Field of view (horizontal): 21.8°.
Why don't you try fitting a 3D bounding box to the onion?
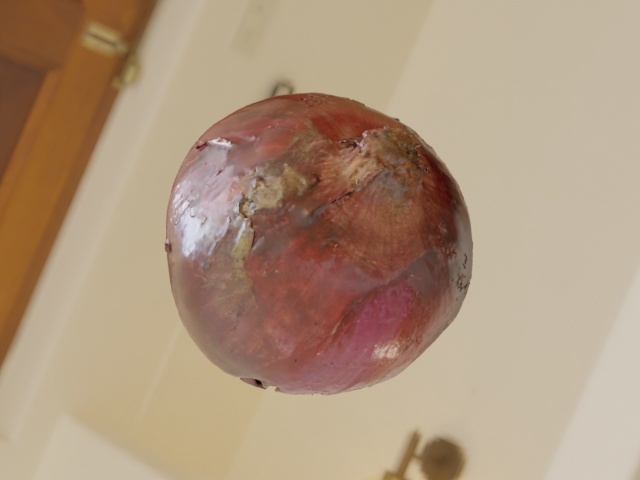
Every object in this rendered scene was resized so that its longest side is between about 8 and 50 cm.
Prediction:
[{"bbox_3d":[0.000,0.000,1.417,0.276,0.276,0.276,23,-177,-1],"label":"onion"}]
